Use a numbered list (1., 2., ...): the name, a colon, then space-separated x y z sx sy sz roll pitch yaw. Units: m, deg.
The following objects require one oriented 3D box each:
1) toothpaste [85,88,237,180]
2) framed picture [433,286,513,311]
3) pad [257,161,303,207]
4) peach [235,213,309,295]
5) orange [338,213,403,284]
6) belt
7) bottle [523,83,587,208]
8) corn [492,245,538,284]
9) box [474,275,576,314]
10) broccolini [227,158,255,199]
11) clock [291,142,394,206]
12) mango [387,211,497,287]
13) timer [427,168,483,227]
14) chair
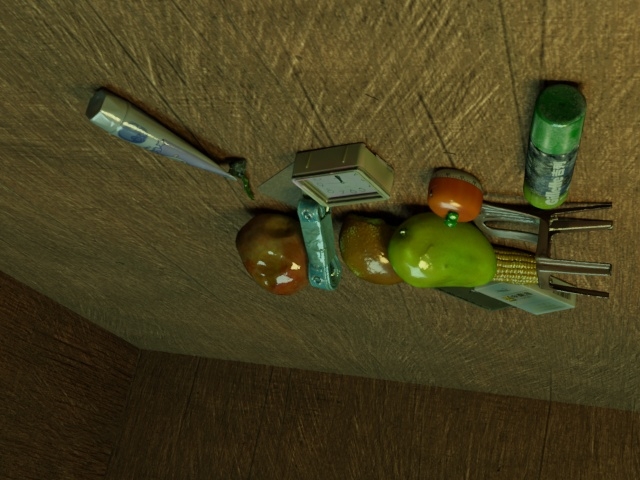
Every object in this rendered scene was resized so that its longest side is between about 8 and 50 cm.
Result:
1. toothpaste: -0.351 -0.225 1.814 0.371 0.080 0.125 26 177 -42
2. framed picture: 0.482 0.160 2.429 0.250 0.016 0.184 21 157 -24
3. pad: -0.033 -0.130 1.975 0.176 0.002 0.266 22 157 -23
4. peach: -0.116 0.027 2.169 0.235 0.214 0.214 33 157 -2
5. orange: 0.156 0.034 2.076 0.237 0.158 0.179 21 155 -23
6. belt: 0.000 0.000 2.027 0.072 0.087 0.302 15 132 28
7. bottle: 0.432 -0.167 1.496 0.093 0.093 0.330 7 159 14
8. corn: 0.439 0.058 2.071 0.313 0.102 0.102 8 159 4
9. box: 0.572 0.134 2.238 0.243 0.067 0.155 21 156 -23
10. broccolini: -0.184 -0.148 1.983 0.044 0.042 0.218 7 165 10
11. clock: 0.049 -0.144 1.793 0.192 0.071 0.147 -5 153 35
12. mango: 0.295 0.023 1.950 0.273 0.185 0.149 -1 -176 -13
13. timer: 0.291 -0.085 1.752 0.136 0.136 0.099 17 164 -12
14. chair: 0.485 0.009 1.802 0.326 0.183 0.175 3 157 21
